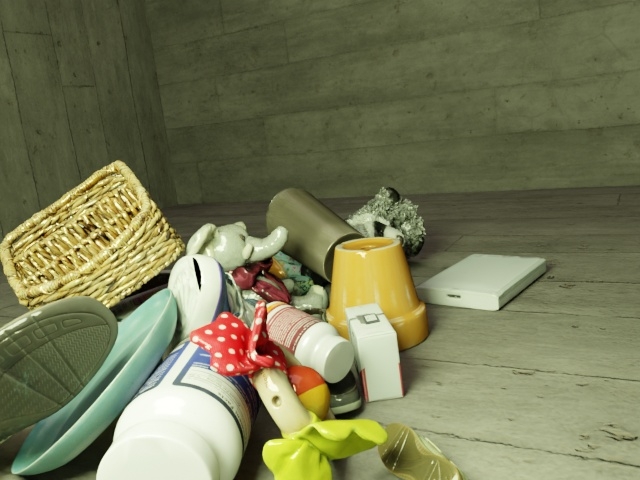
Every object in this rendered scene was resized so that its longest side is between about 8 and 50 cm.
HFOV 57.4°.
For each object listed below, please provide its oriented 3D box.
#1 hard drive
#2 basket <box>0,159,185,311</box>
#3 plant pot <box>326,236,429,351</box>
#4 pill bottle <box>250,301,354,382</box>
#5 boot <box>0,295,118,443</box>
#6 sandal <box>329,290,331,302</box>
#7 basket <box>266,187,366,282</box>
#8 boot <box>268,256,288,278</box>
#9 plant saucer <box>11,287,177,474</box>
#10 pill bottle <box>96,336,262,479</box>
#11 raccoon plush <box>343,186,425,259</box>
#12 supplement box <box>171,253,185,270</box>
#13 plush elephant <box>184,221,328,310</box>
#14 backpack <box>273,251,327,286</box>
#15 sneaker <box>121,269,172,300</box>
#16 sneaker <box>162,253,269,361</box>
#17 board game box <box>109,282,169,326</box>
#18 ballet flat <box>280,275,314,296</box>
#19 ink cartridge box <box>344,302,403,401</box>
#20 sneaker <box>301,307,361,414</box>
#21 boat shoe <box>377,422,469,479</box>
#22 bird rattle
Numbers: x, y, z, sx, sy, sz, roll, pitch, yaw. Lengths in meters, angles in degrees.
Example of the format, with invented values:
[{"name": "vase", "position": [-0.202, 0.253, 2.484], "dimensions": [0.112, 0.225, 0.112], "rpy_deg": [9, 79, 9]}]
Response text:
[{"name": "hard drive", "position": [0.385, 0.092, 1.388], "dimensions": [0.203, 0.040, 0.307], "rpy_deg": [3, 15, 39]}, {"name": "basket", "position": [-0.442, 0.012, 1.116], "dimensions": [0.299, 0.223, 0.213], "rpy_deg": [-36, 15, -9]}, {"name": "plant pot", "position": [0.102, 0.097, 1.144], "dimensions": [0.205, 0.188, 0.205], "rpy_deg": [-6, 12, 1]}, {"name": "pill bottle", "position": [-0.027, 0.152, 0.870], "dimensions": [0.086, 0.086, 0.152], "rpy_deg": [-17, 26, -42]}, {"name": "boot", "position": [-0.488, 0.208, 0.854], "dimensions": [0.377, 0.138, 0.284], "rpy_deg": [-46, 24, -20]}, {"name": "sandal", "position": [0.085, 0.116, 1.388], "dimensions": [0.060, 0.090, 0.219], "rpy_deg": [-26, 3, 43]}, {"name": "basket", "position": [0.000, 0.000, 1.361], "dimensions": [0.154, 0.204, 0.227], "rpy_deg": [-40, 40, -12]}, {"name": "boot", "position": [-0.238, 0.111, 1.557], "dimensions": [0.211, 0.104, 0.295], "rpy_deg": [-27, 25, -32]}, {"name": "plant saucer", "position": [-0.313, 0.203, 0.849], "dimensions": [0.317, 0.044, 0.317], "rpy_deg": [-41, 18, 16]}, {"name": "pill bottle", "position": [-0.163, 0.229, 0.729], "dimensions": [0.153, 0.153, 0.265], "rpy_deg": [-5, 11, 5]}, {"name": "raccoon plush", "position": [0.094, 0.038, 1.653], "dimensions": [0.299, 0.216, 0.446], "rpy_deg": [-32, -5, -39]}, {"name": "supplement box", "position": [-0.291, 0.071, 1.475], "dimensions": [0.081, 0.104, 0.188], "rpy_deg": [14, 54, 29]}, {"name": "plush elephant", "position": [-0.149, 0.072, 1.236], "dimensions": [0.330, 0.255, 0.272], "rpy_deg": [-4, 12, 13]}, {"name": "backpack", "position": [-0.049, 0.062, 1.577], "dimensions": [0.182, 0.115, 0.152], "rpy_deg": [11, 18, 42]}, {"name": "sneaker", "position": [-0.388, 0.128, 1.388], "dimensions": [0.290, 0.106, 0.123], "rpy_deg": [-17, 1, 26]}, {"name": "sneaker", "position": [-0.128, 0.123, 0.975], "dimensions": [0.236, 0.130, 0.323], "rpy_deg": [-3, -34, -26]}, {"name": "board game box", "position": [-0.433, 0.192, 1.149], "dimensions": [0.316, 0.064, 0.242], "rpy_deg": [-20, 14, -10]}, {"name": "ballet flat", "position": [-0.109, 0.131, 1.457], "dimensions": [0.188, 0.070, 0.070], "rpy_deg": [-7, 11, 7]}, {"name": "ink cartridge box", "position": [0.085, 0.178, 0.954], "dimensions": [0.063, 0.109, 0.150], "rpy_deg": [-10, 12, -3]}, {"name": "sneaker", "position": [-0.001, 0.187, 0.933], "dimensions": [0.083, 0.118, 0.222], "rpy_deg": [-10, 12, -16]}, {"name": "boat shoe", "position": [0.122, 0.263, 0.686], "dimensions": [0.056, 0.048, 0.153], "rpy_deg": [-58, 25, -13]}, {"name": "bird rattle", "position": [-0.046, 0.194, 0.721], "dimensions": [0.143, 0.253, 0.207], "rpy_deg": [-43, -18, -2]}]
